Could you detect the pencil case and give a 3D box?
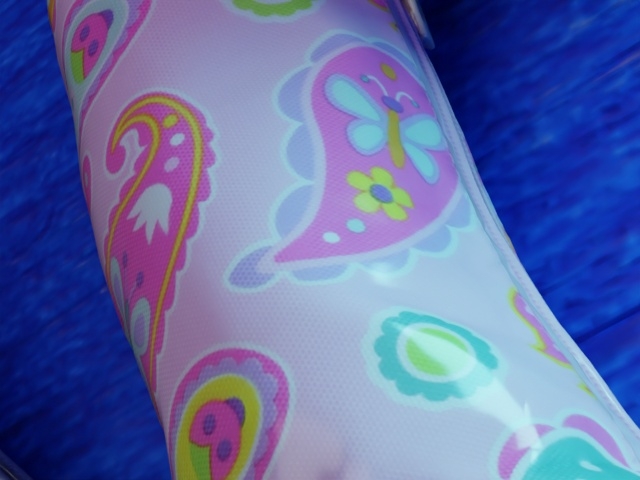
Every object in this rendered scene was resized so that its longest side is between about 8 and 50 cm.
[{"bbox_3d":[0.000,0.000,0.414,0.124,0.124,0.284,-37,48,20],"label":"pencil case"}]

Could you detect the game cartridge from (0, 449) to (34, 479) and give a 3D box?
[{"bbox_3d":[-0.214,0.109,0.498,0.294,0.060,0.196,37,78,23],"label":"game cartridge"}]
